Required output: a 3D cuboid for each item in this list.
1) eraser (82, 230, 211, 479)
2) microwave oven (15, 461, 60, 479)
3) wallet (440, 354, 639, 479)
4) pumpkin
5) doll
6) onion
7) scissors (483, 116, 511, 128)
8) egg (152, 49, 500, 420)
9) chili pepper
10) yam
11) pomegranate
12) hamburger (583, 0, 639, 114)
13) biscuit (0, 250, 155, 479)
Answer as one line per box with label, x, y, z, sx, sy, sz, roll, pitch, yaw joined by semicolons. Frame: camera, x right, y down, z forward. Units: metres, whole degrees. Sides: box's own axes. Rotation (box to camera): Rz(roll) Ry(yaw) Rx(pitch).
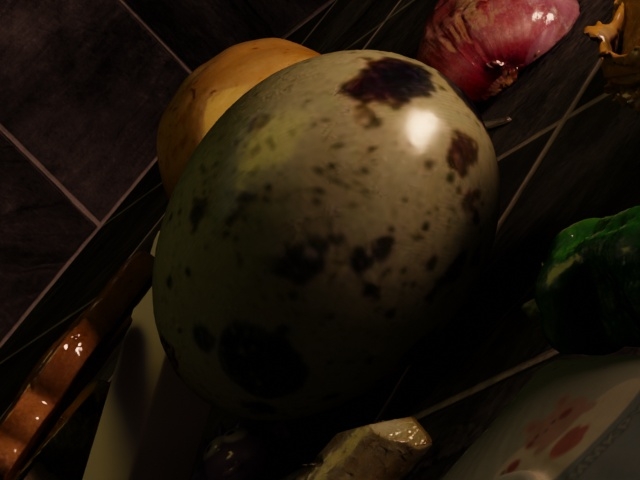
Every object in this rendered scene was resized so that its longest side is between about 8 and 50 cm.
eraser;-0.157;0.145;1.975;0.076;0.078;0.298;18;92;48
microwave oven;-0.297;0.358;1.822;0.240;0.194;0.145;-42;7;14
wallet;0.165;0.156;1.230;0.252;0.083;0.360;-42;9;-18
pumpkin;-0.288;0.291;2.164;0.317;0.139;0.222;-45;8;-15
doll;-0.074;0.201;1.921;0.110;0.067;0.206;-34;2;7
onion;0.204;-0.271;2.467;0.227;0.120;0.283;-34;12;12
scissors;0.178;-0.132;2.334;0.100;0.015;0.189;-46;12;-19
egg;0.000;0.000;1.813;0.379;0.288;0.287;-56;10;10
chili pepper;0.246;0.019;1.371;0.270;0.099;0.136;-24;32;47
yam;0.022;0.192;1.603;0.146;0.070;0.070;-48;12;-9
pomegranate;-0.055;-0.086;2.312;0.307;0.307;0.307;-42;12;11
hamburger;0.362;-0.213;1.633;0.318;0.158;0.318;-42;13;12
biscuit;-0.244;0.129;1.835;0.186;0.044;0.295;-60;-4;40
